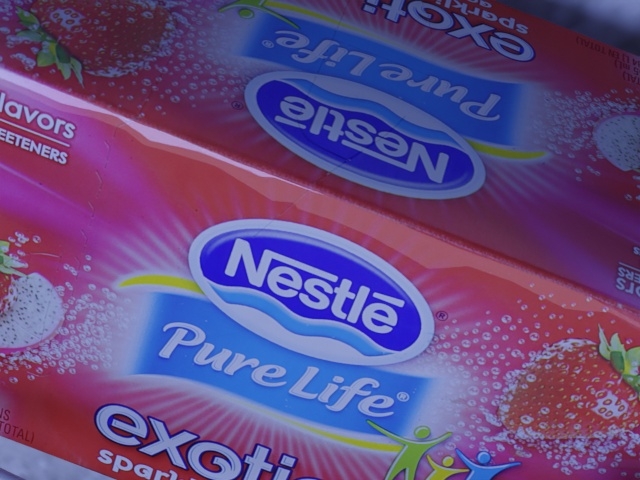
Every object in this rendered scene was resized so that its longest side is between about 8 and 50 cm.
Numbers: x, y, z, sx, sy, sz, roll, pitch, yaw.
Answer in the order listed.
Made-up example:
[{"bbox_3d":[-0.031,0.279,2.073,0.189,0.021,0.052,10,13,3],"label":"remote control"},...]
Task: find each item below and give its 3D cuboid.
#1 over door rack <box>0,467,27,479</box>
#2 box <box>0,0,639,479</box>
[{"bbox_3d":[-0.090,0.000,0.250,0.324,0.108,0.240,10,136,16],"label":"over door rack"},{"bbox_3d":[0.000,0.000,0.396,0.256,0.123,0.128,21,128,-1],"label":"box"}]
